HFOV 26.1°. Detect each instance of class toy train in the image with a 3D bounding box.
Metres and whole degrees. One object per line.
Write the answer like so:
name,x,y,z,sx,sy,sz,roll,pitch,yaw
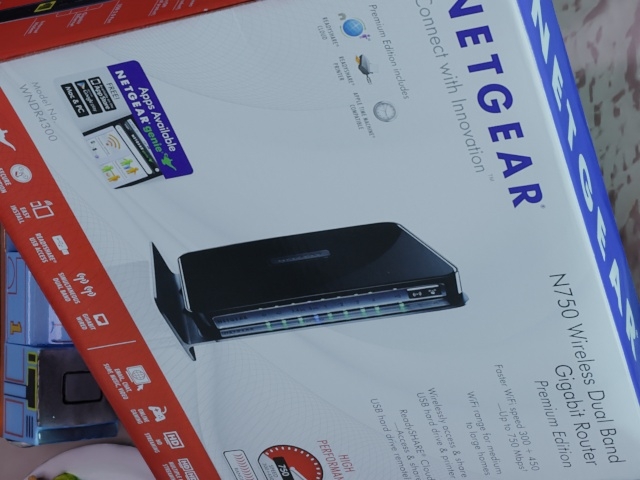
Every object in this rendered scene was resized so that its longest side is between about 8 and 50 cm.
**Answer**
toy train,-0.182,0.047,0.910,0.105,0.080,0.184,1,90,47

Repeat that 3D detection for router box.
router box,0.000,0.000,0.744,0.301,0.082,0.335,-10,125,21

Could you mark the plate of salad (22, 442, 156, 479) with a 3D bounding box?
plate of salad,-0.145,0.235,0.911,0.199,0.048,0.200,-2,85,21
